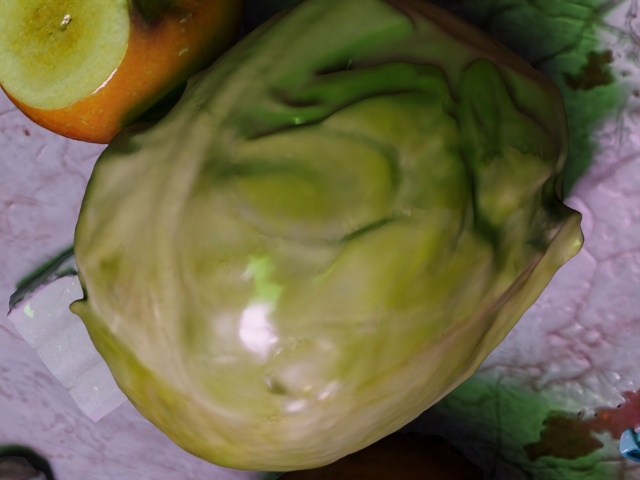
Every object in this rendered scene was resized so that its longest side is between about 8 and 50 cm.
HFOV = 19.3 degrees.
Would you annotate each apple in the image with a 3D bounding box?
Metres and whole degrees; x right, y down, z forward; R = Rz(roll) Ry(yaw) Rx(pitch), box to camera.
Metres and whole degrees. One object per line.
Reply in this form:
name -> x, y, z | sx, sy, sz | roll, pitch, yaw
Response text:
apple -> -0.128, -0.149, 1.192 | 0.147, 0.163, 0.146 | -30, 90, 50

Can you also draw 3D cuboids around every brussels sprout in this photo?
brussels sprout -> 0.000, 0.000, 1.170 | 0.247, 0.328, 0.328 | 40, 125, 19

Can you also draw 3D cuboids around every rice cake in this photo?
rice cake -> -0.118, 0.037, 1.368 | 0.237, 0.043, 0.127 | -28, 108, 28

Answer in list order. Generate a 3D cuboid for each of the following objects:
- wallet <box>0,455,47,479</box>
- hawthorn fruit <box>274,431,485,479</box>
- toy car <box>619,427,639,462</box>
wallet -> -0.302, 0.346, 1.582 | 0.252, 0.083, 0.360 | -8, 115, 14
hawthorn fruit -> 0.038, 0.294, 1.309 | 0.308, 0.325, 0.308 | 0, 89, 16
toy car -> 0.293, 0.174, 1.309 | 0.126, 0.098, 0.161 | -31, 140, 24
